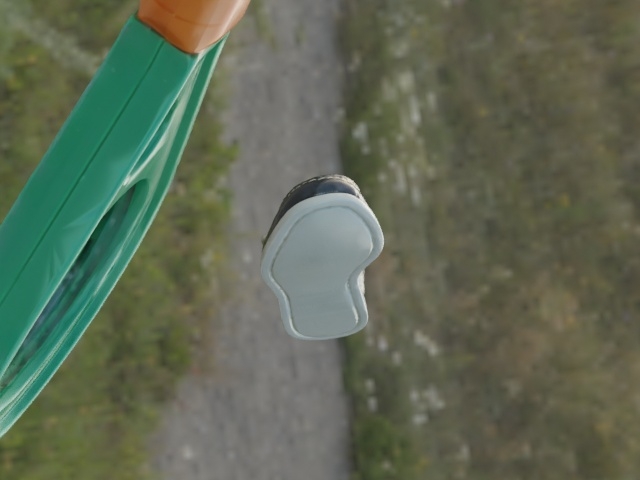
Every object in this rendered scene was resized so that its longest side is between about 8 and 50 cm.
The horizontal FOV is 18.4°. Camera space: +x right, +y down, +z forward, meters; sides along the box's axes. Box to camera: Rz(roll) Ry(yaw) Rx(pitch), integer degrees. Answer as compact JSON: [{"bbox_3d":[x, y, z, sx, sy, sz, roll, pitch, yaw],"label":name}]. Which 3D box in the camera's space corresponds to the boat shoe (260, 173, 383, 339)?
[{"bbox_3d":[0.000,0.000,0.746,0.125,0.046,0.038,78,3,-67],"label":"boat shoe"}]

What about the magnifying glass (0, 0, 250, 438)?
[{"bbox_3d":[-0.043,-0.034,0.467,0.231,0.026,0.092,-57,177,34],"label":"magnifying glass"}]
